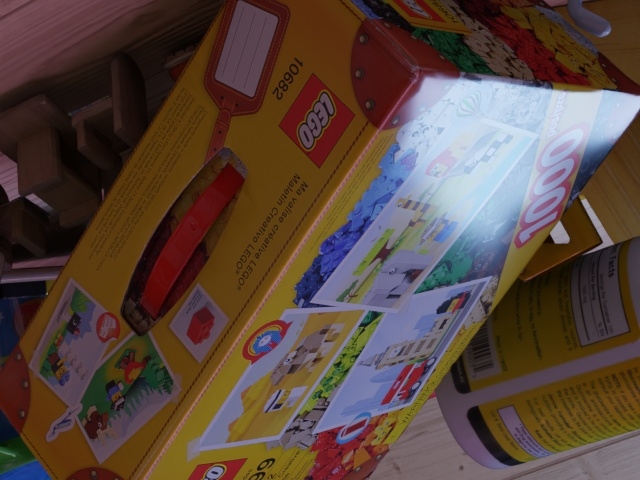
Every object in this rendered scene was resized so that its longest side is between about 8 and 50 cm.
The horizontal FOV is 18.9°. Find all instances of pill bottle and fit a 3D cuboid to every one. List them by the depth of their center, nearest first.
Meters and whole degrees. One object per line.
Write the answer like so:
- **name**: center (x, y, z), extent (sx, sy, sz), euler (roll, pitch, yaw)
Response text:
- **pill bottle**: center (0.294, 0.104, 1.954), extent (0.334, 0.188, 0.188), euler (-20, 167, 25)

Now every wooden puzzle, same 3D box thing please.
- **wooden puzzle**: center (-0.303, 0.044, 2.105), extent (0.239, 0.044, 0.221), euler (-9, -177, -30)

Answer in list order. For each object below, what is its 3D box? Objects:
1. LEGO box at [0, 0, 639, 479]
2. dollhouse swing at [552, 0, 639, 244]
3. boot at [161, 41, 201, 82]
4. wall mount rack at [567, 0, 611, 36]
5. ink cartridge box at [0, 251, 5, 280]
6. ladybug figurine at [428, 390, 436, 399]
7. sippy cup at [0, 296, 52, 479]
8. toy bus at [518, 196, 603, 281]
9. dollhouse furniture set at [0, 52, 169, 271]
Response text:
- **LEGO box**: center (0.000, 0.000, 1.679), extent (0.372, 0.193, 0.500), euler (-1, 132, -52)
- **dollhouse swing**: center (0.283, -0.050, 2.037), extent (0.315, 0.305, 0.347), euler (-12, 167, -23)
- **boot**: center (-0.075, -0.135, 1.713), extent (0.059, 0.084, 0.158), euler (-24, 164, 34)
- **wall mount rack**: center (0.362, -0.209, 1.608), extent (0.304, 0.130, 0.350), euler (20, 171, 10)
- **ink cartridge box**: center (-0.443, 0.049, 1.801), extent (0.261, 0.066, 0.296), euler (14, 160, -11)
- **ladybug figurine**: center (0.119, 0.097, 2.450), extent (0.449, 0.162, 0.305), euler (-22, 145, -23)
- **sippy cup**: center (-0.333, 0.167, 2.319), extent (0.240, 0.224, 0.305), euler (-16, 167, -2)
- **toy bus**: center (0.201, -0.058, 1.896), extent (0.104, 0.191, 0.202), euler (-28, 130, 11)
- **dollhouse furniture set**: center (-0.211, -0.077, 1.763), extent (0.212, 0.161, 0.242), euler (-22, 144, 21)
